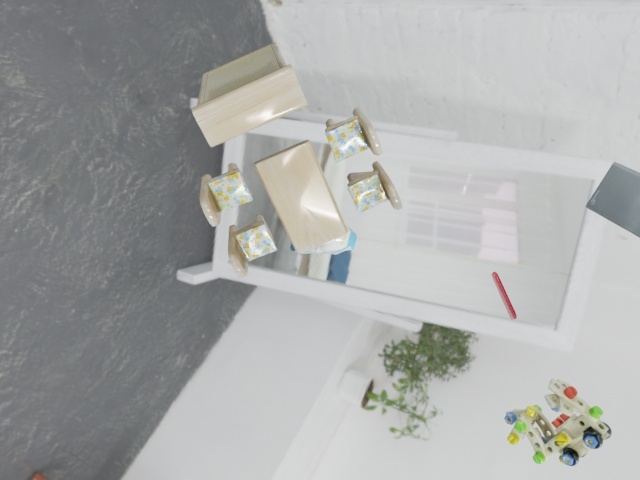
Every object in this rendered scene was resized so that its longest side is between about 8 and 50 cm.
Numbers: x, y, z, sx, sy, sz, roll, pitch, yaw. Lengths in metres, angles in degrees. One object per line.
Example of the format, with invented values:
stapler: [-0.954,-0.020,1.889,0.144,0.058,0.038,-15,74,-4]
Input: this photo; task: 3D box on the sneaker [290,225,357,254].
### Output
sneaker: [0.000,0.000,1.359,0.092,0.228,0.087,21,80,-27]

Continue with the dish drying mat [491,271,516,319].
dish drying mat: [0.307,0.092,0.922,0.032,0.008,0.083,58,10,-77]

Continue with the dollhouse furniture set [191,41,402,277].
dollhouse furniture set: [-0.064,-0.136,1.040,0.256,0.362,0.394,-106,172,-61]

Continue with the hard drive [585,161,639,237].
hard drive: [0.537,-0.069,0.951,0.022,0.135,0.094,15,111,-28]

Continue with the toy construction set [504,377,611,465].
toy construction set: [0.653,0.500,1.518,0.151,0.215,0.328,-26,150,-27]
